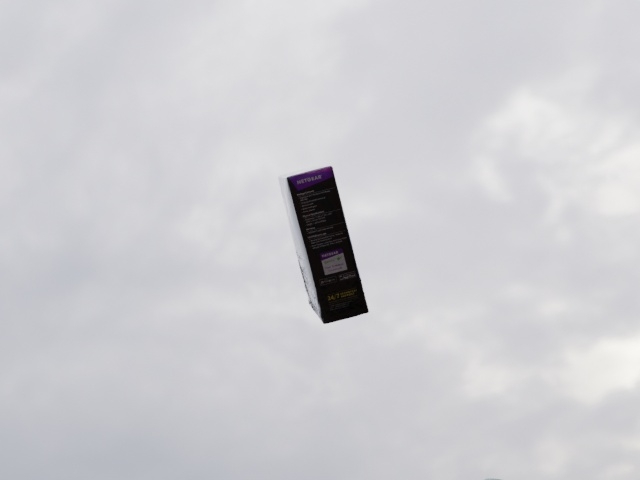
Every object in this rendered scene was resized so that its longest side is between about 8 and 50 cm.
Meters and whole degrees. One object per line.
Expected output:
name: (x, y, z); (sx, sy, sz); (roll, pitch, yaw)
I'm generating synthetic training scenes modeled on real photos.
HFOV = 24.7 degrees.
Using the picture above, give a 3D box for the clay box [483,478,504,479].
clay box: (0.179, 0.193, 0.733); (0.222, 0.053, 0.127); (21, 9, 2)

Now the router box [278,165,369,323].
router box: (0.000, 0.000, 1.337); (0.046, 0.133, 0.179); (-14, 4, -4)
